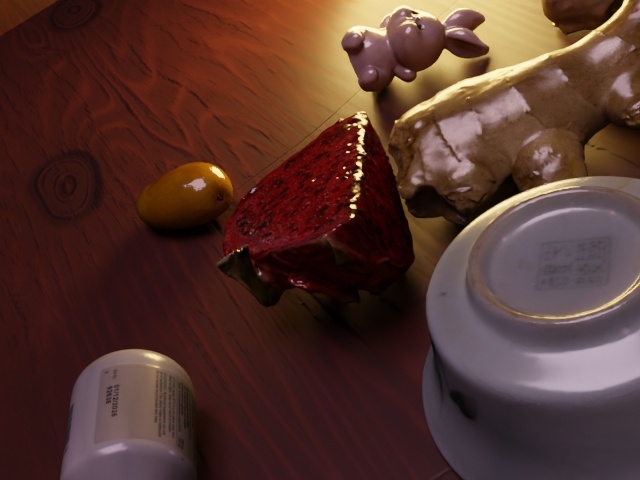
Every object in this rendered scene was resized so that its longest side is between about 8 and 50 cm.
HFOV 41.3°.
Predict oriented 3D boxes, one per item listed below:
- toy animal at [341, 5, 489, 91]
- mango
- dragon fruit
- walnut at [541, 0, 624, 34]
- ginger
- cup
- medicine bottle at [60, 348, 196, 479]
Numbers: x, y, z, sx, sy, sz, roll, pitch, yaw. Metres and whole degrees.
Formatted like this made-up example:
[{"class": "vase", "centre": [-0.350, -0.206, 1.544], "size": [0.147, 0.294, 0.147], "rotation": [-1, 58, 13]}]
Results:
[{"class": "toy animal", "centre": [0.145, -0.311, 1.293], "size": [0.212, 0.124, 0.124], "rotation": [-22, 38, 14]}, {"class": "mango", "centre": [-0.210, -0.064, 1.255], "size": [0.184, 0.085, 0.102], "rotation": [-5, 42, 35]}, {"class": "dragon fruit", "centre": [0.000, 0.000, 1.012], "size": [0.205, 0.152, 0.317], "rotation": [-26, 25, 19]}, {"class": "walnut", "centre": [0.435, -0.414, 1.217], "size": [0.204, 0.141, 0.238], "rotation": [12, 55, 34]}, {"class": "ginger", "centre": [0.258, -0.146, 0.991], "size": [0.375, 0.166, 0.236], "rotation": [-33, 30, 21]}, {"class": "cup", "centre": [0.236, 0.063, 0.772], "size": [0.347, 0.163, 0.347], "rotation": [-18, 38, 14]}, {"class": "medicine bottle", "centre": [-0.194, 0.228, 0.867], "size": [0.135, 0.135, 0.215], "rotation": [-22, 38, 8]}]
